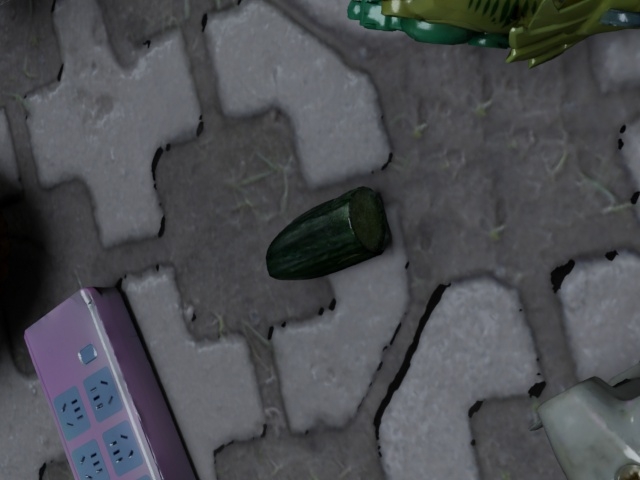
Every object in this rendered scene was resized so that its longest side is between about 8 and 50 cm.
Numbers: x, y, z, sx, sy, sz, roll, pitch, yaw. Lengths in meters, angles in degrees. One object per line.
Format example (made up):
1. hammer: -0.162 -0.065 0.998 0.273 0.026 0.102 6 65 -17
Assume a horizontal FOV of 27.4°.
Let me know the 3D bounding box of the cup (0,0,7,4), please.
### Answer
1. cup: -0.318 -0.315 0.988 0.253 0.253 0.274 -29 95 40

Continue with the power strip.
1. power strip: -0.161 0.171 1.067 0.109 0.037 0.279 -32 76 40

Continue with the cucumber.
1. cucumber: 0.000 0.000 0.898 0.105 0.048 0.048 -24 81 42

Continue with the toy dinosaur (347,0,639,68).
1. toy dinosaur: 0.066 -0.143 0.705 0.153 0.259 0.094 -154 67 -65

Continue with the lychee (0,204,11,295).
1. lychee: -0.389 0.034 1.122 0.271 0.236 0.236 -27 78 14

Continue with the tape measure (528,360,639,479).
1. tape measure: 0.259 0.147 0.644 0.265 0.130 0.258 -39 69 37
